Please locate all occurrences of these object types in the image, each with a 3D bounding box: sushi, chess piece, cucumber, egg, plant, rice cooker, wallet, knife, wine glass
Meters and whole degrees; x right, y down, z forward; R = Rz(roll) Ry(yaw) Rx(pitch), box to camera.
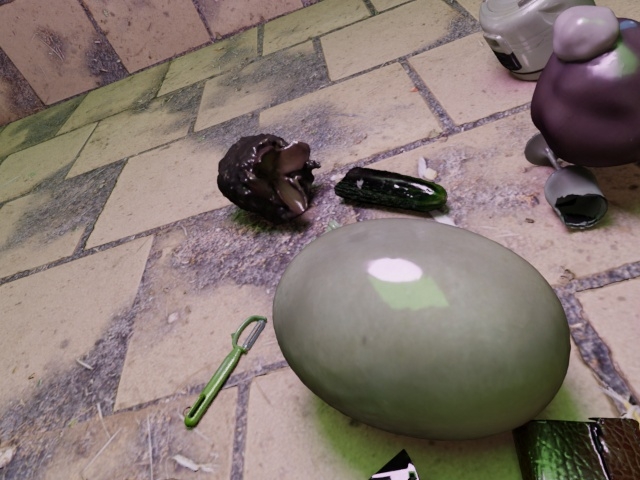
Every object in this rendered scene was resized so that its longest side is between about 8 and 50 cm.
[{"bbox_3d":[0.102,0.287,0.477,0.056,0.083,0.084,-34,42,-13],"label":"sushi"},{"bbox_3d":[0.000,0.000,0.880,0.093,0.042,0.042,-34,40,-3],"label":"chess piece"},{"bbox_3d":[0.140,-0.102,0.897,0.241,0.074,0.074,15,54,34],"label":"cucumber"},{"bbox_3d":[0.105,0.099,0.550,0.352,0.258,0.258,10,51,34],"label":"egg"},{"bbox_3d":[-0.105,-0.138,0.967,0.234,0.204,0.178,8,58,47],"label":"plant"},{"bbox_3d":[0.498,-0.502,1.032,0.226,0.244,0.226,-30,45,35],"label":"rice cooker"},{"bbox_3d":[0.273,0.290,0.423,0.133,0.039,0.243,-6,45,14],"label":"wallet"},{"bbox_3d":[-0.163,0.208,0.748,0.054,0.015,0.212,7,49,33],"label":"knife"},{"bbox_3d":[0.411,-0.107,0.760,0.079,0.079,0.195,-12,40,14],"label":"wine glass"}]

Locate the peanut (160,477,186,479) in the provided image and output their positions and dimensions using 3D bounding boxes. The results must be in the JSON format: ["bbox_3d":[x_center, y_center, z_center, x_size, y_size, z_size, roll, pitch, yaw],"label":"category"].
[{"bbox_3d":[-0.232,0.360,0.540,0.298,0.120,0.136,-11,18,17],"label":"peanut"}]

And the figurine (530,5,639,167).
[{"bbox_3d":[0.505,-0.229,0.683,0.365,0.206,0.218,-14,68,-16],"label":"figurine"}]
